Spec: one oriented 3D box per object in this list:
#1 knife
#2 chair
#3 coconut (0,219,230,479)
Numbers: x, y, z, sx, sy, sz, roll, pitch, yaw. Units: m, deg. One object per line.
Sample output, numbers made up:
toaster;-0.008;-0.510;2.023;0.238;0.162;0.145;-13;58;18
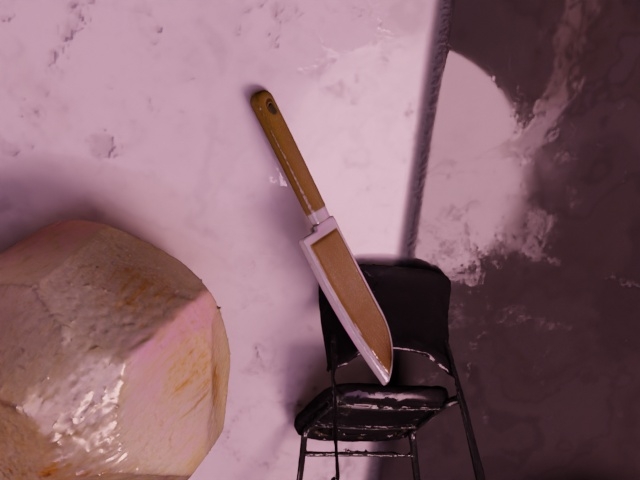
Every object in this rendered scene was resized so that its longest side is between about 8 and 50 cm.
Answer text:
knife;-0.001;0.000;0.829;0.022;0.046;0.256;-20;99;41
chair;0.048;0.147;0.906;0.140;0.221;0.145;4;153;-16
coconut;-0.176;0.098;0.782;0.197;0.237;0.236;5;117;28
